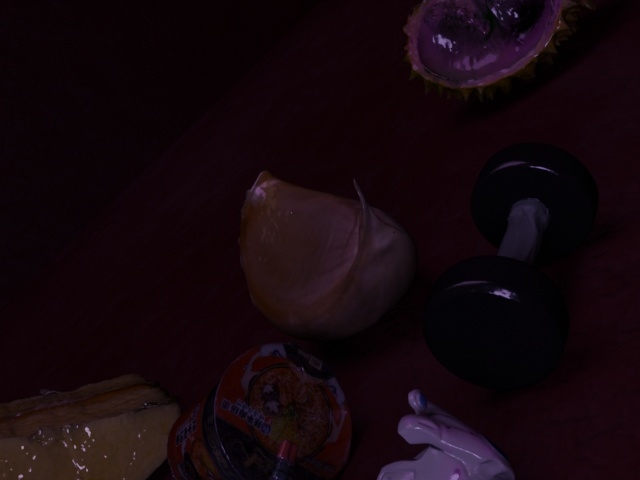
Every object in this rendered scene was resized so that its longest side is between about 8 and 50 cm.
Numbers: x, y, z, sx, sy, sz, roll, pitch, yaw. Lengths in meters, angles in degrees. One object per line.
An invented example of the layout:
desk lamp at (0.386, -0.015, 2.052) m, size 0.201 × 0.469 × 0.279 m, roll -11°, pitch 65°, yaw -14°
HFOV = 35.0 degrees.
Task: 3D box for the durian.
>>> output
durian at (0.223, -0.251, 1.213) m, size 0.260 × 0.153 × 0.187 m, roll -11°, pitch 56°, yaw 48°

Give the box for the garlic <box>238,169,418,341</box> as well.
garlic at (0.008, 0.013, 0.963) m, size 0.145 × 0.164 × 0.245 m, roll -30°, pitch 17°, yaw -23°

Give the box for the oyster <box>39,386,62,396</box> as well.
oyster at (-0.435, 0.301, 1.384) m, size 0.166 × 0.094 × 0.294 m, roll -32°, pitch -4°, yaw -43°

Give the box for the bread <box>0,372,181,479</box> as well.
bread at (-0.291, 0.204, 1.119) m, size 0.236 × 0.198 × 0.263 m, roll -40°, pitch 14°, yaw -17°

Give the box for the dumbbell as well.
dumbbell at (0.146, 0.014, 0.759) m, size 0.100 × 0.100 × 0.191 m, roll -28°, pitch 22°, yaw 38°

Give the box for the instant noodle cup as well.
instant noodle cup at (-0.061, 0.161, 0.836) m, size 0.135 × 0.127 × 0.127 m, roll -34°, pitch 17°, yaw 51°

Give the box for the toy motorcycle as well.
toy motorcycle at (0.035, 0.176, 0.613) m, size 0.221 × 0.102 × 0.150 m, roll -30°, pitch 33°, yaw 33°
